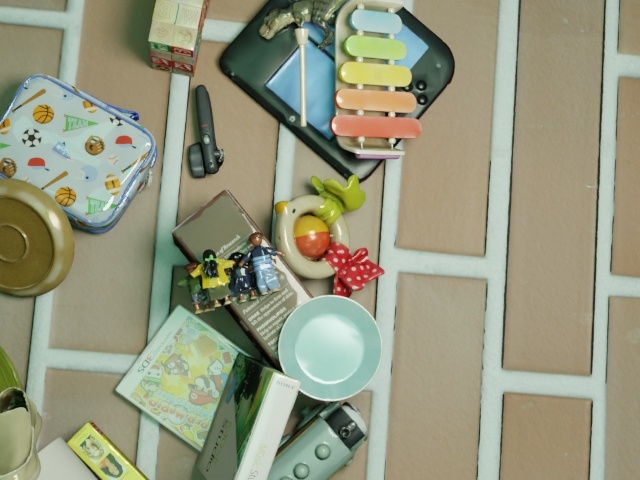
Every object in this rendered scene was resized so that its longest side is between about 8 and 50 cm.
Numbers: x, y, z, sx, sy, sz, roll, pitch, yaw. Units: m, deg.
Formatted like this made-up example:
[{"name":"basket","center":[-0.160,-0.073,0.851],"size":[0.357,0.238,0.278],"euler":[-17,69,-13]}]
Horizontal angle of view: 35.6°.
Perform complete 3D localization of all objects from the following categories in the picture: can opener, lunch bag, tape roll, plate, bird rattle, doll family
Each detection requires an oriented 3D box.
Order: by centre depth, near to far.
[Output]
[{"name":"doll family","center":[-0.156,0.055,1.752],"size":[0.193,0.076,0.111],"euler":[-13,82,-12]},{"name":"tape roll","center":[-0.503,0.491,1.764],"size":[0.246,0.246,0.169],"euler":[-41,90,-9]},{"name":"plate","center":[0.017,0.191,1.779],"size":[0.188,0.024,0.188],"euler":[1,85,-6]},{"name":"lunch bag","center":[-0.467,-0.168,1.910],"size":[0.303,0.115,0.243],"euler":[29,79,-2]},{"name":"bird rattle","center":[0.000,0.000,1.925],"size":[0.207,0.143,0.253],"euler":[-6,93,-34]},{"name":"can opener","center":[-0.227,-0.217,1.968],"size":[0.073,0.059,0.186],"euler":[-3,84,-6]}]

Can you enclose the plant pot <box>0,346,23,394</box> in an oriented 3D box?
[{"name":"plant pot","center":[-0.725,0.305,1.704],"size":[0.366,0.353,0.366],"euler":[1,83,-6]}]

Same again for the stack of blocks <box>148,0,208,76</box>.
[{"name":"stack of blocks","center":[-0.259,-0.489,1.939],"size":[0.087,0.171,0.297],"euler":[11,82,-5]}]

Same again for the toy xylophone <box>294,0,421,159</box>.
[{"name":"toy xylophone","center":[0.071,-0.309,1.915],"size":[0.236,0.081,0.323],"euler":[-10,96,-30]}]

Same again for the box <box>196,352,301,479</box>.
[{"name":"box","center":[-0.133,0.329,1.759],"size":[0.058,0.322,0.232],"euler":[21,83,-16]}]

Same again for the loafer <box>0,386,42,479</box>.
[{"name":"loafer","center":[-0.526,0.335,1.665],"size":[0.102,0.268,0.092],"euler":[-20,113,-6]}]

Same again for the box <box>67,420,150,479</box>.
[{"name":"box","center":[-0.370,0.439,1.865],"size":[0.232,0.087,0.058],"euler":[44,79,1]}]

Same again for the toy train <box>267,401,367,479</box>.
[{"name":"toy train","center":[-0.048,0.426,1.850],"size":[0.334,0.190,0.142],"euler":[-39,90,-9]}]

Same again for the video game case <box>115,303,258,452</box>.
[{"name":"video game case","center":[-0.244,0.270,1.928],"size":[0.227,0.026,0.206],"euler":[36,81,-2]}]

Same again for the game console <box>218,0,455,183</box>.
[{"name":"game console","center":[0.042,-0.357,2.016],"size":[0.386,0.060,0.342],"euler":[41,81,0]}]

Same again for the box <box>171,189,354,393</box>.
[{"name":"box","center":[-0.113,0.101,1.879],"size":[0.143,0.191,0.381],"euler":[-37,88,-9]}]

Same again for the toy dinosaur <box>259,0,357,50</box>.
[{"name":"toy dinosaur","center":[0.015,-0.444,1.970],"size":[0.268,0.064,0.118],"euler":[-26,81,-9]}]

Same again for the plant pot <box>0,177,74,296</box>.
[{"name":"plant pot","center":[-0.575,0.002,1.859],"size":[0.236,0.032,0.236],"euler":[3,109,10]}]
